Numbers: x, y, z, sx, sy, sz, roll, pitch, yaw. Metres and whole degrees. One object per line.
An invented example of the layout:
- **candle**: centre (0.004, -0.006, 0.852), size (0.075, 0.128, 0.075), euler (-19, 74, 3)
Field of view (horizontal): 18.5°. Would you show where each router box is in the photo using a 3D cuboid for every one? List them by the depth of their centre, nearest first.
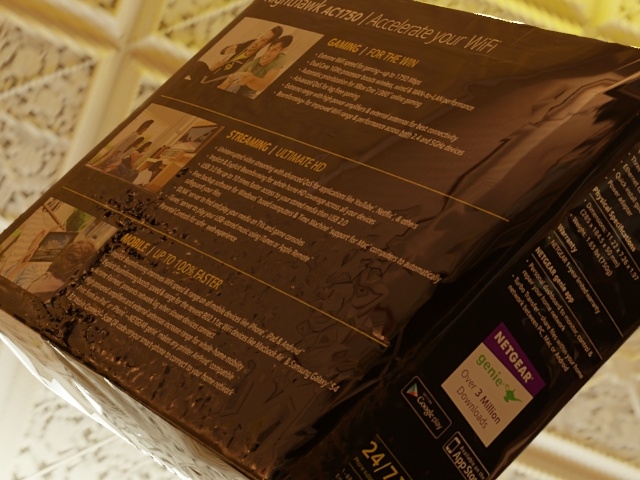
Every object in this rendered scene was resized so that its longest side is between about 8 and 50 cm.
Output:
- **router box**: centre (0.000, 0.000, 0.488), size (0.133, 0.179, 0.046), euler (-44, -58, -14)
